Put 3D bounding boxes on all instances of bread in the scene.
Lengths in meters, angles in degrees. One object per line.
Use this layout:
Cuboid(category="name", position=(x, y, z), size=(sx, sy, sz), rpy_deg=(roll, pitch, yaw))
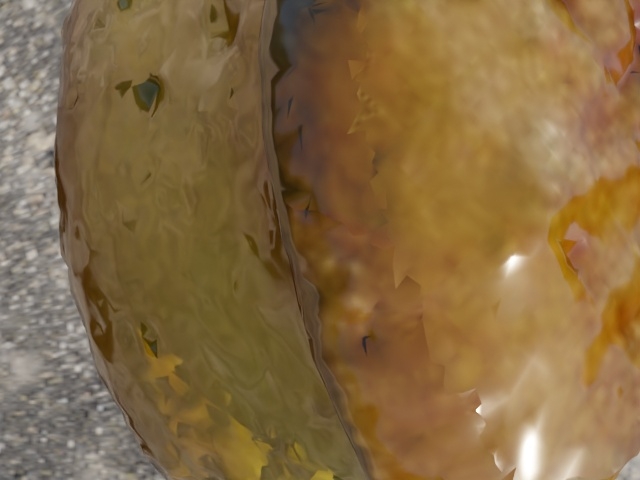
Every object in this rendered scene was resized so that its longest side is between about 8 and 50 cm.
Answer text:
Cuboid(category="bread", position=(0.034, -0.078, 0.446), size=(0.179, 0.194, 0.340), rpy_deg=(51, 53, -23))
